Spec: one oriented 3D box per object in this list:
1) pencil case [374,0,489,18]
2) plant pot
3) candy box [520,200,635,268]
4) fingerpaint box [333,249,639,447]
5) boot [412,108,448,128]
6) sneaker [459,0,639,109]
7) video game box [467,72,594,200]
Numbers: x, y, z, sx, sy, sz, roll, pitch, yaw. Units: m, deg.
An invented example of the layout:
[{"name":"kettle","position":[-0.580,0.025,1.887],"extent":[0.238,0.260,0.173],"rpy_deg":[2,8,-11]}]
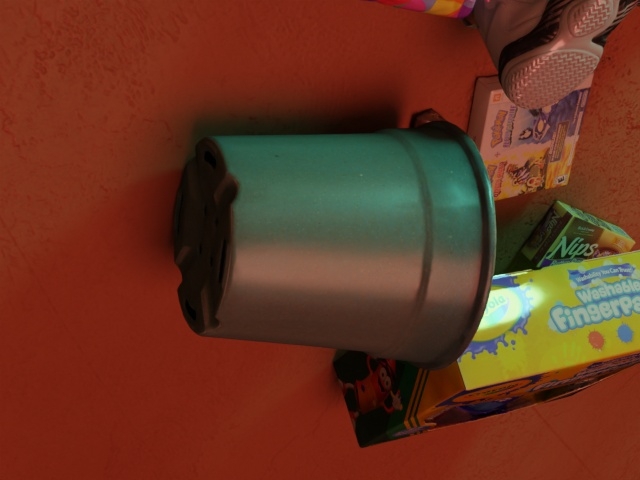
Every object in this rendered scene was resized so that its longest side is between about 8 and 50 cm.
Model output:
[{"name":"pencil case","position":[0.096,-0.336,1.382],"extent":[0.236,0.104,0.104],"rpy_deg":[0,124,-30]},{"name":"plant pot","position":[0.000,0.000,1.448],"extent":[0.334,0.341,0.341],"rpy_deg":[3,123,-24]},{"name":"candy box","position":[0.442,0.010,1.895],"extent":[0.186,0.053,0.109],"rpy_deg":[18,114,-41]},{"name":"fingerpaint box","position":[0.302,0.172,1.741],"extent":[0.444,0.163,0.371],"rpy_deg":[-9,161,-27]},{"name":"boot","position":[0.171,-0.136,1.631],"extent":[0.106,0.037,0.114],"rpy_deg":[-1,120,-33]},{"name":"sneaker","position":[0.333,-0.357,1.408],"extent":[0.366,0.210,0.137],"rpy_deg":[-45,144,19]},{"name":"video game box","position":[0.310,-0.162,1.686],"extent":[0.187,0.048,0.205],"rpy_deg":[-12,129,-21]}]
